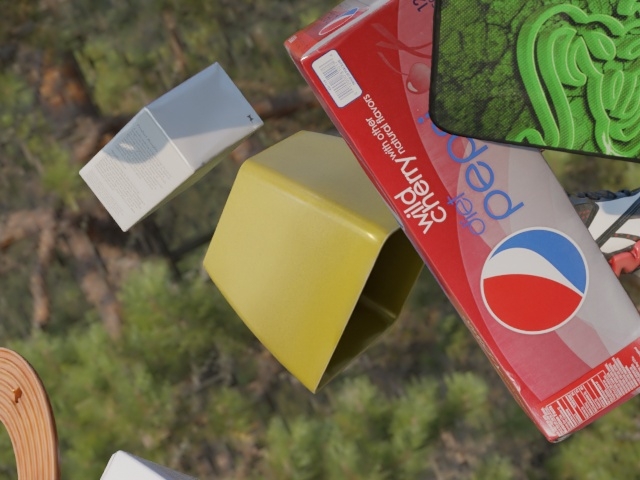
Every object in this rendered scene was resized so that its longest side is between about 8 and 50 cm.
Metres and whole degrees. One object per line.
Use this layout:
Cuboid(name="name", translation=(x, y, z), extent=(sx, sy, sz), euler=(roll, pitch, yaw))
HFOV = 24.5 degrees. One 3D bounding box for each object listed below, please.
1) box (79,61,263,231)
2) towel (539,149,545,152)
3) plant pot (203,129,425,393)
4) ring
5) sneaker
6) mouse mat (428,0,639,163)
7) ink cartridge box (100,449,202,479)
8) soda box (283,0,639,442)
Cuboid(name="box", translation=(-0.171, -0.105, 1.671), extent=(0.130, 0.091, 0.170), euler=(-39, 2, -42))
Cuboid(name="towel", translation=(0.141, -0.143, 1.035), extent=(0.031, 0.199, 0.275), euler=(8, -5, -1))
Cuboid(name="plant pot", translation=(0.000, 0.000, 1.595), extent=(0.212, 0.187, 0.212), euler=(-36, -27, -56))
Cuboid(name="ring", translation=(-0.302, 0.261, 1.290), extent=(0.032, 0.336, 0.336), euler=(16, -17, -35))
Cuboid(name="sneaker", translation=(0.251, -0.008, 1.411), extent=(0.276, 0.135, 0.097), euler=(-30, -3, -20))
Cuboid(name="mouse mat", translation=(0.125, -0.107, 0.655), extent=(0.152, 0.190, 0.007), euler=(9, 48, 10))
Cuboid(name="ink cartridge box", translation=(-0.032, 0.247, 1.010), extent=(0.172, 0.237, 0.100), euler=(23, 85, 47))
Cuboid(name="soda box", translation=(0.086, -0.020, 0.819), extent=(0.083, 0.263, 0.092), euler=(-33, 14, 1))
